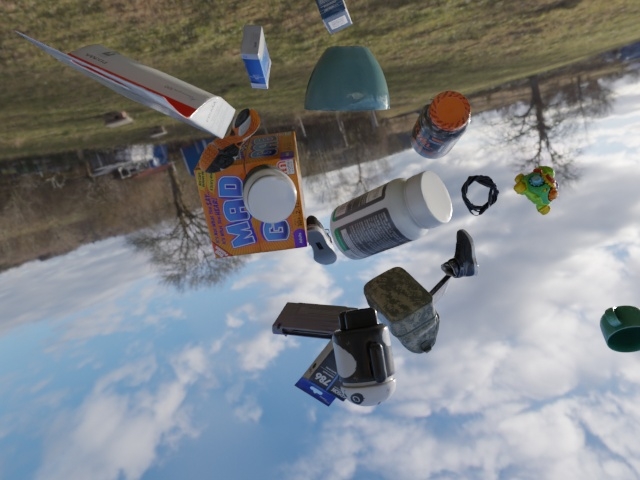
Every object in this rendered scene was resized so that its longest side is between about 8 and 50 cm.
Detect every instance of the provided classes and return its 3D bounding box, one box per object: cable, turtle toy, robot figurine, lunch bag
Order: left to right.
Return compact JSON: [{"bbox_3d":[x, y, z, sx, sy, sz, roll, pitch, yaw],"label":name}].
[{"bbox_3d":[0.125,0.342,1.392,0.173,0.279,0.209,-11,172,20],"label":"robot figurine"},{"bbox_3d":[0.335,0.293,1.936,0.212,0.256,0.305,-28,-146,-10],"label":"lunch bag"},{"bbox_3d":[0.658,-0.195,1.953,0.150,0.184,0.047,-33,-153,10],"label":"cable"},{"bbox_3d":[0.483,-0.122,1.041,0.066,0.095,0.130,-48,-177,38],"label":"turtle toy"}]

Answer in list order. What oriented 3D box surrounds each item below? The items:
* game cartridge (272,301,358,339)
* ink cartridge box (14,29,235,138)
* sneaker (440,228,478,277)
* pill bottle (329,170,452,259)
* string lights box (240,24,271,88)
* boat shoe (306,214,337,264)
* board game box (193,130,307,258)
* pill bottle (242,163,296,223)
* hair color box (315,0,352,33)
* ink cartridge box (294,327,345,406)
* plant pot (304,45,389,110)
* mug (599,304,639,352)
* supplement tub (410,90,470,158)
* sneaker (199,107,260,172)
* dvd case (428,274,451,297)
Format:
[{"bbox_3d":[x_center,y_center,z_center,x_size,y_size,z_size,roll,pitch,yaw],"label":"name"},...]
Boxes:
[{"bbox_3d":[-0.016,0.365,2.146,0.354,0.068,0.230,3,-161,15],"label":"game cartridge"},{"bbox_3d":[-0.380,-0.347,1.013,0.308,0.091,0.385,25,-178,3],"label":"ink cartridge box"},{"bbox_3d":[0.620,0.062,2.156,0.163,0.226,0.086,-7,168,-21],"label":"sneaker"},{"bbox_3d":[0.221,-0.077,1.525,0.361,0.204,0.204,-22,-175,41],"label":"pill bottle"},{"bbox_3d":[-0.268,-0.768,1.998,0.076,0.134,0.260,4,168,3],"label":"string lights box"},{"bbox_3d":[-0.004,0.001,2.113,0.113,0.306,0.105,-14,-126,17],"label":"boat shoe"},{"bbox_3d":[-0.250,-0.188,1.848,0.356,0.357,0.356,-7,-153,0],"label":"board game box"},{"bbox_3d":[-0.158,-0.144,1.446,0.160,0.161,0.283,-19,-164,-5],"label":"pill bottle"},{"bbox_3d":[0.010,-1.035,1.891,0.105,0.348,0.174,-19,-179,13],"label":"hair color box"},{"bbox_3d":[0.074,0.426,1.617,0.333,0.165,0.065,-53,-163,7],"label":"ink cartridge box"},{"bbox_3d":[0.089,-0.539,1.577,0.289,0.196,0.290,0,-161,0],"label":"plant pot"},{"bbox_3d":[0.885,0.241,1.371,0.129,0.158,0.097,-7,-139,16],"label":"mug"},{"bbox_3d":[0.521,-0.499,2.058,0.207,0.207,0.338,-19,171,-3],"label":"supplement tub"},{"bbox_3d":[-0.311,-0.330,1.600,0.262,0.099,0.121,-49,-158,-9],"label":"sneaker"},{"bbox_3d":[0.533,0.278,2.262,0.238,0.179,0.029,-40,-118,-22],"label":"dvd case"}]
